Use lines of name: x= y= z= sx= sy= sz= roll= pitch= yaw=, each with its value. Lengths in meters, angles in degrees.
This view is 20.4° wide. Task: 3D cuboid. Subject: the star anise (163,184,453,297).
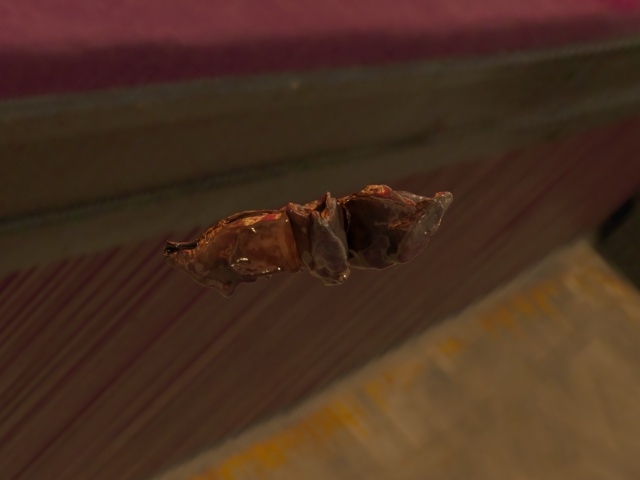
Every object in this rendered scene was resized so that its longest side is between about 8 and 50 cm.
star anise: x=0.011 y=-0.002 z=1.250 sx=0.172 sy=0.208 sz=0.063 roll=-12 pitch=90 yaw=-41
